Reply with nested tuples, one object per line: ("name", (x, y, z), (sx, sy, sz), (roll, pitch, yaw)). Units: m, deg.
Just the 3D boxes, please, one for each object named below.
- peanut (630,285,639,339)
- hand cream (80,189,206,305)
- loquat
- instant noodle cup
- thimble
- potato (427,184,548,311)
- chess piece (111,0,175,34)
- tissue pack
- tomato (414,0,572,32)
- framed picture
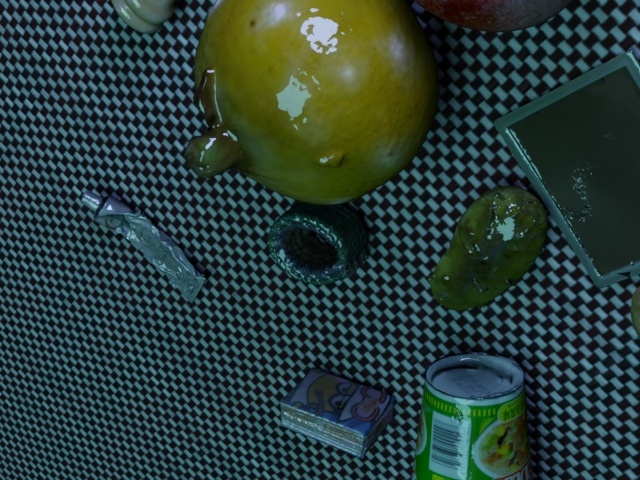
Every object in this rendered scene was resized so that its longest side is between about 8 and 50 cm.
("peanut", (0.522, 0.164, 1.434), (0.319, 0.147, 0.147), (41, 132, 20))
("hand cream", (-0.298, 0.002, 1.939), (0.257, 0.050, 0.084), (38, 133, 0))
("loquat", (-0.023, -0.191, 1.448), (0.328, 0.359, 0.328), (39, 153, 25))
("instant noodle cup", (0.219, 0.298, 1.685), (0.207, 0.207, 0.232), (10, 115, 29))
("thimble", (-0.002, -0.002, 1.711), (0.135, 0.090, 0.118), (8, 121, 29))
("potato", (0.228, 0.016, 1.572), (0.117, 0.090, 0.225), (40, 130, 7))
("chess piece", (-0.212, -0.377, 1.641), (0.170, 0.094, 0.094), (-30, 98, 33))
("tissue pack", (0.026, 0.271, 1.838), (0.155, 0.115, 0.065), (16, 124, 23))
("tomato", (0.198, -0.368, 1.277), (0.270, 0.227, 0.270), (3, 98, 19))
("framed picture", (0.375, -0.083, 1.466), (0.216, 0.016, 0.273), (-26, 101, 39))
